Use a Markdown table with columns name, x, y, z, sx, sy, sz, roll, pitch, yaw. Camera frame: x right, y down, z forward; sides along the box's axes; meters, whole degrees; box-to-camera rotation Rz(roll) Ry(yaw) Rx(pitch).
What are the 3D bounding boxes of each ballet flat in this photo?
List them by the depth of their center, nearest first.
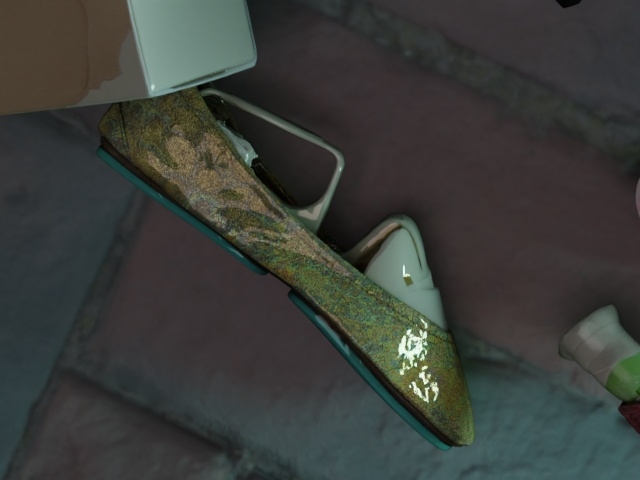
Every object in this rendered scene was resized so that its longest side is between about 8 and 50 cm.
| name | x | y | z | sx | sy | sz | roll | pitch | yaw |
| --- | --- | --- | --- | --- | --- | --- | --- | --- | --- |
| ballet flat | 0.000 | 0.000 | 1.207 | 0.348 | 0.123 | 0.123 | 41 | 110 | 1 |

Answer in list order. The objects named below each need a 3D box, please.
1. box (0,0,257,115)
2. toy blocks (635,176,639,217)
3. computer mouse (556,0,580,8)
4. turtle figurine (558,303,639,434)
| name | x | y | z | sx | sy | sz | roll | pitch | yaw |
| --- | --- | --- | --- | --- | --- | --- | --- | --- | --- |
| box | -0.209 | -0.161 | 1.161 | 0.311 | 0.121 | 0.148 | -4 | 103 | 35 |
| toy blocks | 0.354 | -0.110 | 1.003 | 0.309 | 0.260 | 0.288 | 9 | 106 | 12 |
| computer mouse | 0.175 | -0.284 | 1.072 | 0.060 | 0.184 | 0.262 | 15 | 145 | 0 |
| turtle figurine | 0.301 | 0.140 | 1.167 | 0.266 | 0.275 | 0.198 | 56 | 134 | 17 |
